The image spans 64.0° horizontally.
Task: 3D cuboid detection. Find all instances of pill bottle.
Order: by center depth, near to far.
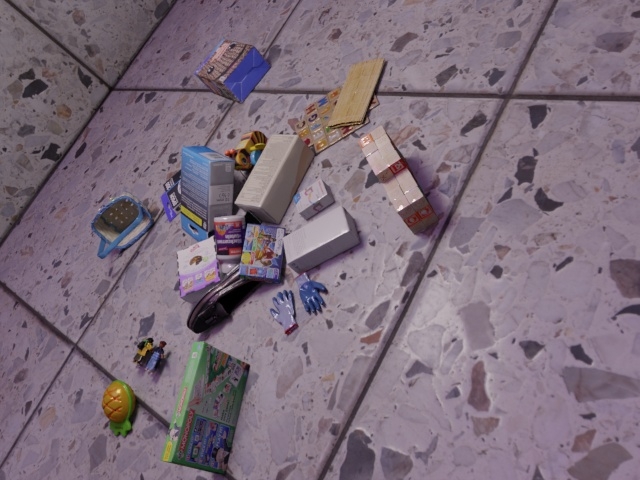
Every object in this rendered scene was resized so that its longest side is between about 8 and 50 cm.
[{"bbox_3d":[-0.309,0.012,1.774,0.108,0.108,0.193,1,98,37],"label":"pill bottle"}]

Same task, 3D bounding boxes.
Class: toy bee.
[{"bbox_3d":[-0.293,-0.335,2.009,0.195,0.162,0.298,-26,49,18],"label":"toy bee"}]

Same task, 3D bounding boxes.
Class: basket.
[{"bbox_3d":[-0.861,-0.068,2.212,0.255,0.201,0.289,-42,36,4],"label":"basket"}]

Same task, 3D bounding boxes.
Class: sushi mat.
[{"bbox_3d":[0.137,-0.557,1.928,0.152,0.019,0.316,1,61,38],"label":"sushi mat"}]

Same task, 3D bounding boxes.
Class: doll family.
[{"bbox_3d":[-0.598,0.396,1.804,0.193,0.076,0.111,13,65,36],"label":"doll family"}]

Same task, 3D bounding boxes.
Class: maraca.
[{"bbox_3d":[-0.681,0.567,1.732,0.127,0.099,0.185,-10,82,33],"label":"maraca"}]

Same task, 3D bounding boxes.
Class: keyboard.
[{"bbox_3d":[-0.266,-0.008,1.834,0.100,0.038,0.192,44,112,17],"label":"keyboard"}]

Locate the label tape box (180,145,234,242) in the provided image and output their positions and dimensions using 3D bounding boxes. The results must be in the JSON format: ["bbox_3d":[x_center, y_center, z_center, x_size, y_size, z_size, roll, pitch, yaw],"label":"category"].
[{"bbox_3d":[-0.449,-0.175,2.014,0.249,0.115,0.347,30,123,45],"label":"label tape box"}]

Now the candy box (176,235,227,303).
[{"bbox_3d":[-0.424,0.104,1.843,0.165,0.070,0.196,-23,57,12],"label":"candy box"}]

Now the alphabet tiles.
[{"bbox_3d":[0.054,-0.479,1.957,0.343,0.011,0.285,-29,48,18],"label":"alphabet tiles"}]

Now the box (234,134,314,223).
[{"bbox_3d":[-0.165,-0.227,1.868,0.148,0.121,0.310,13,70,41],"label":"box"}]

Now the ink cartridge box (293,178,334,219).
[{"bbox_3d":[-0.023,-0.142,1.757,0.123,0.052,0.088,-32,47,13],"label":"ink cartridge box"}]

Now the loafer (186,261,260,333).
[{"bbox_3d":[-0.320,0.201,1.709,0.302,0.109,0.095,-47,50,-5],"label":"loafer"}]

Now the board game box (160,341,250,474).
[{"bbox_3d":[-0.313,0.471,1.442,0.046,0.213,0.317,-9,56,32],"label":"board game box"}]

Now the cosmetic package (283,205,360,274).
[{"bbox_3d":[0.000,0.000,1.624,0.231,0.085,0.117,-27,49,17],"label":"cosmetic package"}]

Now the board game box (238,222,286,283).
[{"bbox_3d":[-0.192,0.042,1.716,0.136,0.035,0.201,7,58,-3],"label":"board game box"}]

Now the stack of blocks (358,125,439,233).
[{"bbox_3d":[0.228,-0.183,1.518,0.087,0.171,0.297,-32,48,15],"label":"stack of blocks"}]

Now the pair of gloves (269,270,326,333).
[{"bbox_3d":[-0.070,0.188,1.590,0.198,0.023,0.159,-38,48,10],"label":"pair of gloves"}]

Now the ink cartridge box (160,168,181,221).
[{"bbox_3d":[-0.625,-0.212,2.249,0.208,0.045,0.206,-42,46,7],"label":"ink cartridge box"}]

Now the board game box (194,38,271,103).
[{"bbox_3d":[-0.419,-0.808,2.432,0.291,0.141,0.232,31,82,44],"label":"board game box"}]
